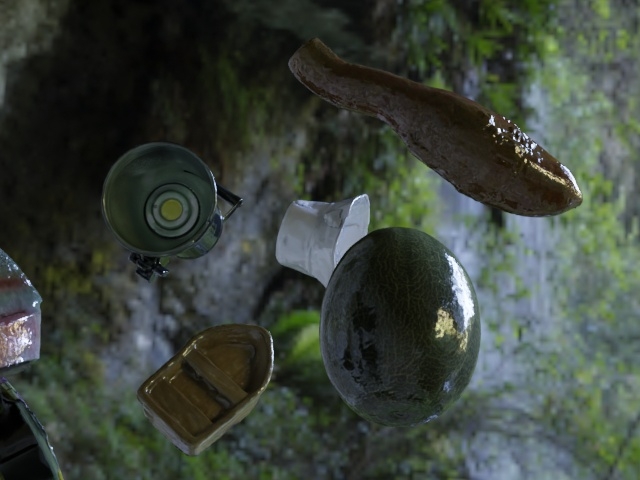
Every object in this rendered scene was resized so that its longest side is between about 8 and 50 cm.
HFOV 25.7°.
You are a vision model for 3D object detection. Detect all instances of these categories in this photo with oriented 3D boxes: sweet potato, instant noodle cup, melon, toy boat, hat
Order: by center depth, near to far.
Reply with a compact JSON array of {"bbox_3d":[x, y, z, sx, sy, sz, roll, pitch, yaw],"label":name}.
[{"bbox_3d":[0.134,-0.131,1.641,0.385,0.109,0.109,29,-12,3],"label":"sweet potato"},{"bbox_3d":[-0.452,0.040,1.693,0.206,0.282,0.096,-21,-7,-38],"label":"toy boat"},{"bbox_3d":[-0.135,0.181,1.774,0.116,0.188,0.061,41,-30,17],"label":"toy boat"},{"bbox_3d":[-0.500,0.325,1.934,0.236,0.215,0.215,-30,3,-26],"label":"instant noodle cup"},{"bbox_3d":[0.115,0.120,2.057,0.238,0.301,0.237,1,-34,0],"label":"melon"},{"bbox_3d":[0.000,0.000,2.384,0.126,0.203,0.203,11,-9,16],"label":"hat"}]

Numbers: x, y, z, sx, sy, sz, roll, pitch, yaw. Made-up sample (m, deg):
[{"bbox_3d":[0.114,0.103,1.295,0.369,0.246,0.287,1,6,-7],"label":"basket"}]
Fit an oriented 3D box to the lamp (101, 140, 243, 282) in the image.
[{"bbox_3d":[-0.194,-0.026,1.845,0.147,0.172,0.227,32,-6,10],"label":"lamp"}]
